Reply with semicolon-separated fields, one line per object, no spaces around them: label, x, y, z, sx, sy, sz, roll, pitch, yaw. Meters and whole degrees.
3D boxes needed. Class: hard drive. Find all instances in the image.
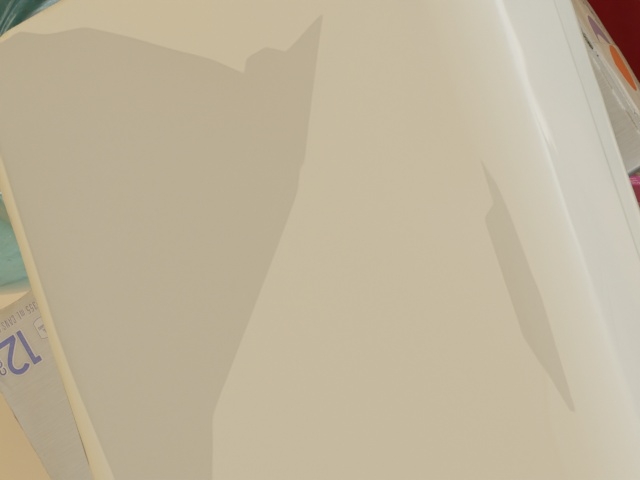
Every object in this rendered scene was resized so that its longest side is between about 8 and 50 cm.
hard drive;0.016;0.076;0.544;0.233;0.047;0.353;-19;89;45

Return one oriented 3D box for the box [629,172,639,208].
box;0.124;0.002;0.886;0.162;0.116;0.029;-108;14;-71

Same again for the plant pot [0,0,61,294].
plant pot;-0.169;-0.098;1.009;0.196;0.293;0.293;14;129;52

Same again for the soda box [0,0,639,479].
soda box;0.000;0.000;0.740;0.091;0.286;0.098;59;-165;4
